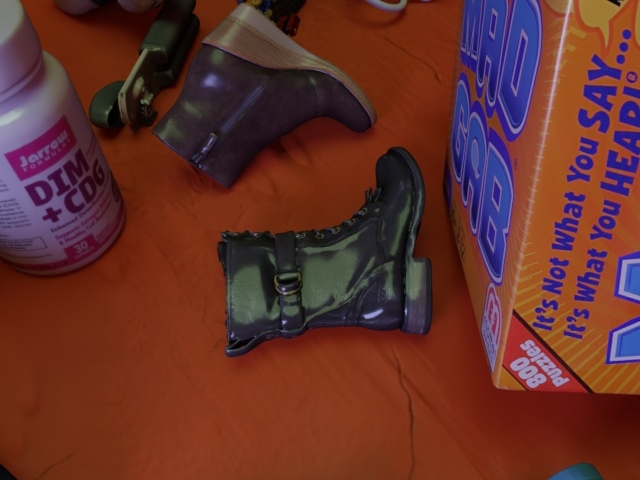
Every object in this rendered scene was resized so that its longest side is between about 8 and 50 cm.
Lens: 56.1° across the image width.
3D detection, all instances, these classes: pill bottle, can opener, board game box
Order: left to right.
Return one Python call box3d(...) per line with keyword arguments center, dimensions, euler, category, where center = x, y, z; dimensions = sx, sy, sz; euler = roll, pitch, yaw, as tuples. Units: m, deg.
box3d(center=(-0.323, -0.103, 0.634), dimensions=(0.160, 0.283, 0.160), euler=(-1, 53, 2), category="pill bottle")
box3d(center=(-0.261, -0.271, 0.891), dimensions=(0.095, 0.076, 0.283), euler=(6, 52, 5), category="can opener")
box3d(center=(0.318, -0.121, 0.517), dimensions=(0.356, 0.357, 0.356), euler=(1, 31, 3), category="board game box")

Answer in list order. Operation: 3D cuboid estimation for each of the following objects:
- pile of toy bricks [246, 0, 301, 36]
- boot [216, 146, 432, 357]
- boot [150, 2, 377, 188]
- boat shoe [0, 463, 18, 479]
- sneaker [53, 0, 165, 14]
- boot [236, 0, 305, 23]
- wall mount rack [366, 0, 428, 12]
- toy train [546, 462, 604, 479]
box3d(center=(-0.117, -0.273, 0.885), dimensions=(0.105, 0.118, 0.212), euler=(0, 65, 38), category="pile of toy bricks")
box3d(center=(0.000, 0.000, 0.666), dimensions=(0.228, 0.091, 0.263), euler=(-1, 55, 1), category="boot")
box3d(center=(-0.067, -0.155, 0.785), dimensions=(0.207, 0.248, 0.090), euler=(-59, 22, -2), category="boot")
box3d(center=(-0.331, 0.213, 0.506), dimensions=(0.258, 0.089, 0.109), euler=(22, 56, 24), category="boat shoe")
box3d(center=(-0.285, -0.464, 0.954), dimensions=(0.365, 0.137, 0.210), euler=(12, 48, 40), category="sneaker")
box3d(center=(-0.121, -0.484, 1.039), dimensions=(0.222, 0.118, 0.338), euler=(15, 44, 17), category="boot")
box3d(center=(0.077, -0.552, 1.002), dimensions=(0.304, 0.130, 0.350), euler=(18, 49, -22), category="wall mount rack")
box3d(center=(0.149, 0.287, 0.452), dimensions=(0.248, 0.105, 0.143), euler=(-34, 38, 6), category="toy train")
